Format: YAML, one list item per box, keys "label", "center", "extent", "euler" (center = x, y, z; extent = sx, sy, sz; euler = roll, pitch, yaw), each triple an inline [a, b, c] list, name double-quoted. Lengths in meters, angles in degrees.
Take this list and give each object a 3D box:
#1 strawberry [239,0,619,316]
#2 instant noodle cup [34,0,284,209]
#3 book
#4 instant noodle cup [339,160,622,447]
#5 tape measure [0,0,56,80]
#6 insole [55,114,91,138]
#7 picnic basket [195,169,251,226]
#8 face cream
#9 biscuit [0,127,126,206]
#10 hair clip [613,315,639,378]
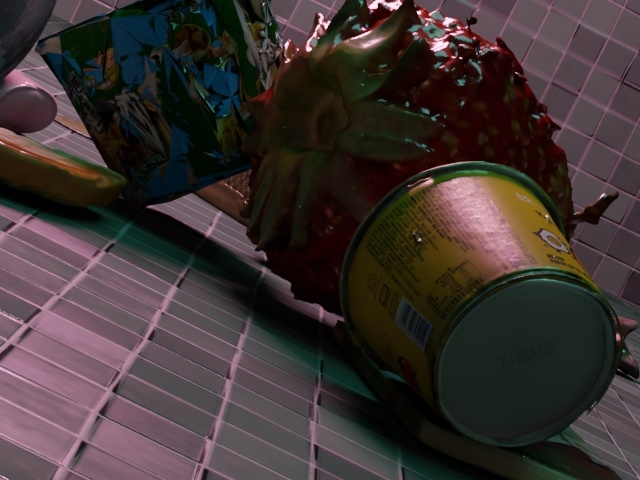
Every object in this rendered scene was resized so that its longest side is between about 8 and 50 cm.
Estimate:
- label: "strawberry"
  center: [0.105, -0.050, 1.702]
  extent: [0.343, 0.292, 0.292]
  euler: [21, 8, -36]
- label: "instant noodle cup"
  center: [-0.123, -0.138, 1.826]
  extent: [0.240, 0.240, 0.178]
  euler: [-66, 135, -84]
- label: "book"
  center: [0.126, 0.140, 1.555]
  extent: [0.201, 0.026, 0.289]
  euler: [22, 8, -17]
- label: "instant noodle cup"
  center: [0.120, 0.054, 1.414]
  extent: [0.182, 0.182, 0.144]
  euler: [24, 16, -28]
- label: "tape measure"
  center: [-0.354, -0.268, 1.839]
  extent: [0.147, 0.256, 0.275]
  euler: [22, -7, 21]
- label: "insole"
  center: [-0.196, -0.100, 2.320]
  extent: [0.109, 0.007, 0.322]
  euler: [32, 9, 40]
- label: "picnic basket"
  center: [-0.034, -0.081, 2.203]
  extent: [0.267, 0.139, 0.165]
  euler: [32, 8, 38]
- label: "face cream"
  center: [-0.349, -0.167, 1.986]
  extent: [0.198, 0.057, 0.084]
  euler: [31, 15, 38]
- label: "biscuit"
  center: [-0.314, -0.098, 1.625]
  extent: [0.309, 0.040, 0.204]
  euler: [26, 6, 2]
- label: "hair clip"
  center: [0.291, 0.093, 2.456]
  extent: [0.300, 0.069, 0.173]
  euler: [23, 8, -33]
